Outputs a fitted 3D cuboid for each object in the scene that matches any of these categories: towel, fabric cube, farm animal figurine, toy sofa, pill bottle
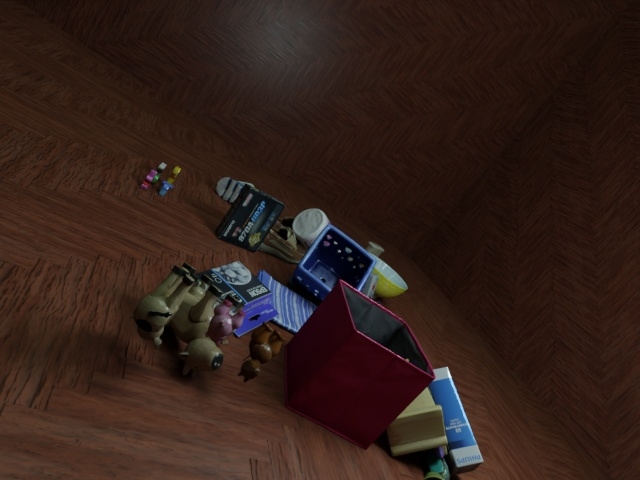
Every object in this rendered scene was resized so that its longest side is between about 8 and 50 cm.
[{"bbox_3d":[-0.071,0.237,1.365,0.336,0.040,0.243,33,15,-20],"label":"towel"},{"bbox_3d":[0.085,0.309,1.061,0.259,0.258,0.254,34,13,-17],"label":"fabric cube"},{"bbox_3d":[-0.255,0.170,0.834,0.327,0.172,0.330,26,-15,50],"label":"farm animal figurine"},{"bbox_3d":[0.238,0.455,1.212,0.362,0.150,0.177,-100,178,-70],"label":"toy sofa"},{"bbox_3d":[0.000,0.000,1.938,0.169,0.169,0.301,50,-4,41],"label":"pill bottle"}]

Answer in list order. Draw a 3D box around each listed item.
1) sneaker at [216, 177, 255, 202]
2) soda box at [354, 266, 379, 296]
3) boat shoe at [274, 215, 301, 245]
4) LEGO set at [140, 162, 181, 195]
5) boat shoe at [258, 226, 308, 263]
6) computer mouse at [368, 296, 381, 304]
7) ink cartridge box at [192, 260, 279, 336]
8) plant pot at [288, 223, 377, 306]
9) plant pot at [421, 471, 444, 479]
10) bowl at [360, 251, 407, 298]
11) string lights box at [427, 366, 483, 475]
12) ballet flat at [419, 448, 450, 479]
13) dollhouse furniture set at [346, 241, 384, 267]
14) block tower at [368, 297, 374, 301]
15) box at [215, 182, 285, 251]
[{"bbox_3d":[-0.323,-0.197,1.961,0.315,0.127,0.182,36,15,-2],"label":"sneaker"},{"bbox_3d":[0.093,0.147,1.744,0.286,0.098,0.091,18,5,24],"label":"soda box"},{"bbox_3d":[-0.146,-0.050,1.939,0.123,0.123,0.342,44,15,24],"label":"boat shoe"},{"bbox_3d":[-0.571,-0.239,1.522,0.087,0.093,0.227,34,14,-19],"label":"LEGO set"},{"bbox_3d":[-0.152,0.008,1.744,0.324,0.116,0.123,23,20,-49],"label":"boat shoe"},{"bbox_3d":[0.223,0.283,1.974,0.106,0.042,0.193,44,14,18],"label":"computer mouse"},{"bbox_3d":[-0.228,0.153,1.153,0.208,0.045,0.206,41,22,15],"label":"ink cartridge box"},{"bbox_3d":[0.031,0.121,1.539,0.236,0.212,0.236,38,58,-1],"label":"plant pot"},{"bbox_3d":[0.276,0.600,1.000,0.083,0.083,0.079,42,2,17],"label":"plant pot"},{"bbox_3d":[0.293,0.210,2.150,0.289,0.156,0.289,36,14,-10],"label":"bowl"},{"bbox_3d":[0.370,0.520,1.197,0.133,0.077,0.259,81,-3,-52],"label":"string lights box"},{"bbox_3d":[0.314,0.600,1.144,0.070,0.070,0.188,37,15,-4],"label":"ballet flat"},{"bbox_3d":[0.149,0.018,2.327,0.303,0.198,0.286,46,15,30],"label":"dollhouse furniture set"},{"bbox_3d":[0.170,0.278,1.605,0.091,0.097,0.335,35,3,16],"label":"block tower"},{"bbox_3d":[-0.258,-0.080,1.535,0.175,0.220,0.051,26,13,-42],"label":"box"}]
